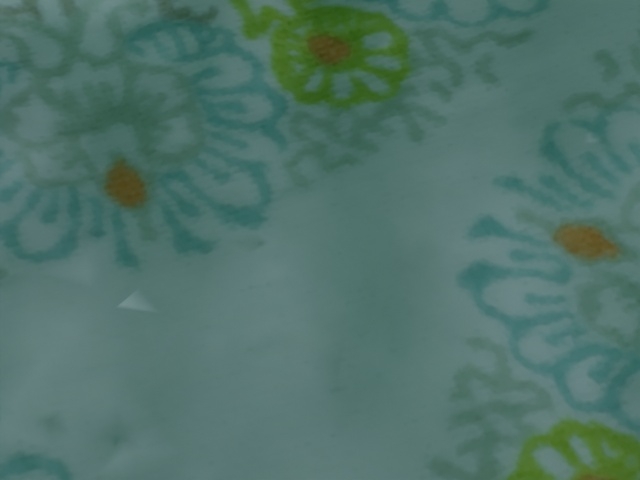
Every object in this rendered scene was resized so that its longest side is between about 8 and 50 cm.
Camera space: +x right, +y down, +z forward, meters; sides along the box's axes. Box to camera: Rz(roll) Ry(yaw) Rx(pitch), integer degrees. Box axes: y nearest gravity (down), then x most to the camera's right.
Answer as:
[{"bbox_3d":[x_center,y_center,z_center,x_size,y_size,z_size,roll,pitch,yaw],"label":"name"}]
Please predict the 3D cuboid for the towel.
[{"bbox_3d":[0.000,0.000,0.419,0.320,0.090,0.374,-17,63,-11],"label":"towel"}]
